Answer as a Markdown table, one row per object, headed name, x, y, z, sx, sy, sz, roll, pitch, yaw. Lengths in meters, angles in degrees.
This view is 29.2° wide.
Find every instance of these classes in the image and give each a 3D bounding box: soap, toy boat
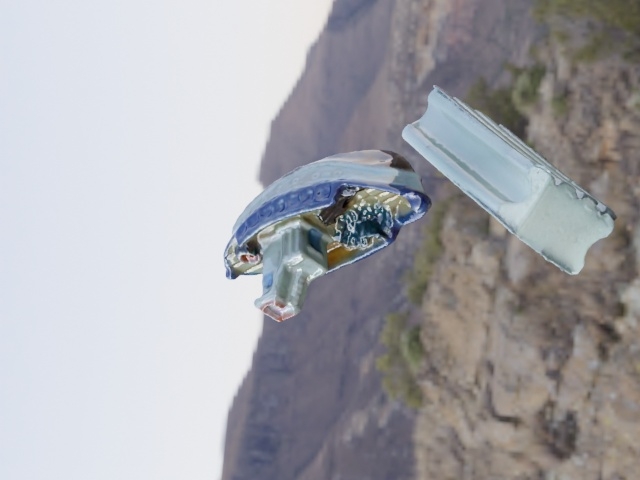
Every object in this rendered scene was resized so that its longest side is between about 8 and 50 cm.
| name | x | y | z | sx | sy | sz | roll | pitch | yaw |
| --- | --- | --- | --- | --- | --- | --- | --- | --- | --- |
| soap | 0.217 | -0.071 | 1.445 | 0.094 | 0.150 | 0.261 | -55 | 35 | 12 |
| toy boat | 0.000 | 0.000 | 1.215 | 0.114 | 0.262 | 0.115 | 31 | -140 | -39 |
